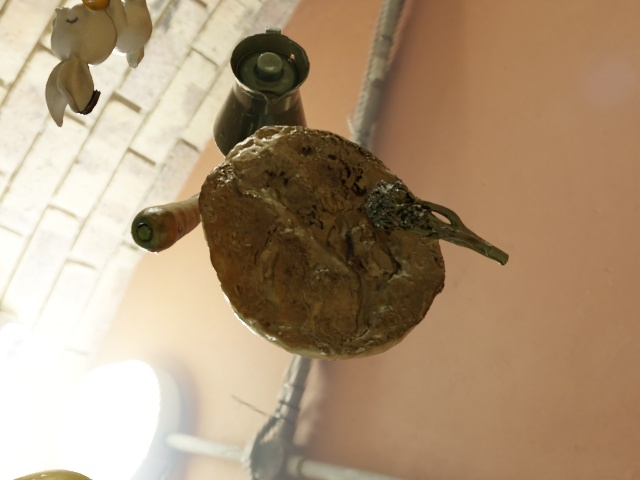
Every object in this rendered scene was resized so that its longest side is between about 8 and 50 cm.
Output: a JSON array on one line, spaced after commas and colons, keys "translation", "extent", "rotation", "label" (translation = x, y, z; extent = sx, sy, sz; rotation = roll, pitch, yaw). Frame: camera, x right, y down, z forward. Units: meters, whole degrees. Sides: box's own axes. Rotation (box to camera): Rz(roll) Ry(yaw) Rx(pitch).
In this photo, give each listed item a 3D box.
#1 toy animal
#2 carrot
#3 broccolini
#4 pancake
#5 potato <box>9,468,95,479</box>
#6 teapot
[{"translation": [-0.265, -0.230, 1.136], "extent": [0.131, 0.127, 0.182], "rotation": [-23, -164, 39], "label": "toy animal"}, {"translation": [-0.235, -0.046, 1.671], "extent": [0.078, 0.078, 0.298], "rotation": [-39, -179, 23], "label": "carrot"}, {"translation": [0.153, -0.025, 1.234], "extent": [0.091, 0.202, 0.068], "rotation": [-178, -77, -71], "label": "broccolini"}, {"translation": [0.001, 0.000, 1.416], "extent": [0.082, 0.387, 0.387], "rotation": [132, -34, -54], "label": "pancake"}, {"translation": [-0.370, 0.375, 1.146], "extent": [0.173, 0.300, 0.140], "rotation": [38, -64, 17], "label": "potato"}, {"translation": [-0.095, -0.248, 1.664], "extent": [0.225, 0.171, 0.203], "rotation": [106, -11, -58], "label": "teapot"}]
